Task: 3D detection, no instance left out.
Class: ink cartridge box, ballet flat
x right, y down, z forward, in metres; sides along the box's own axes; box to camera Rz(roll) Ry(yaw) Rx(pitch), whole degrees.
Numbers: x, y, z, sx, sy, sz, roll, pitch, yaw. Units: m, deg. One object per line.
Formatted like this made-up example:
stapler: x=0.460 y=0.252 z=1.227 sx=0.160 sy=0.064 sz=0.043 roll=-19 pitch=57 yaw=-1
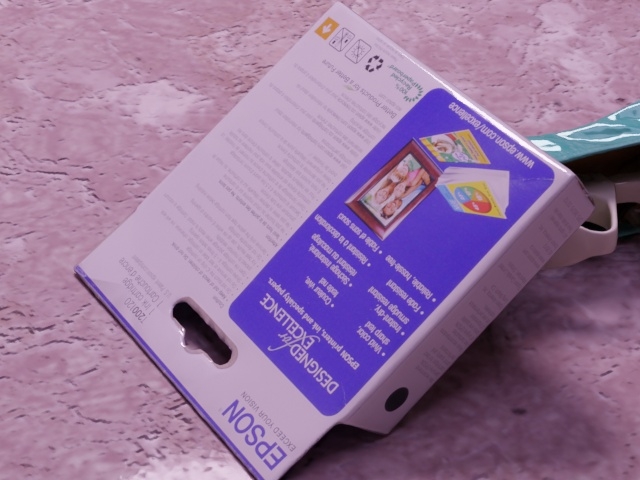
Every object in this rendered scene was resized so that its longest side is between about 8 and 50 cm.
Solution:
ink cartridge box: x=0.000 y=0.000 z=0.822 sx=0.208 sy=0.045 sz=0.206 roll=-45 pitch=48 yaw=-2
ballet flat: x=0.158 y=-0.024 z=0.870 sx=0.247 sy=0.083 sz=0.087 roll=-13 pitch=45 yaw=-9
